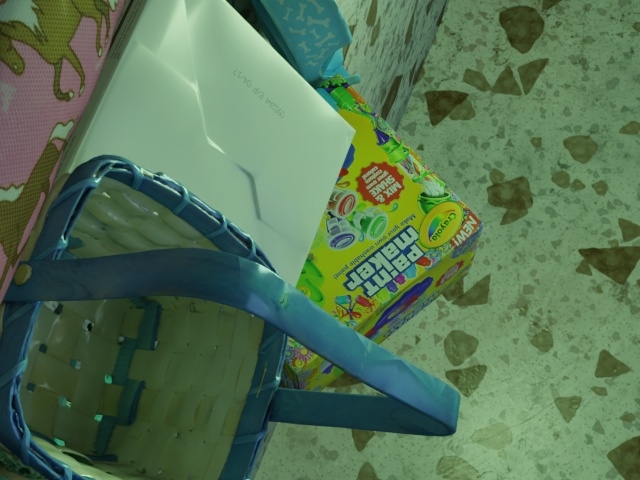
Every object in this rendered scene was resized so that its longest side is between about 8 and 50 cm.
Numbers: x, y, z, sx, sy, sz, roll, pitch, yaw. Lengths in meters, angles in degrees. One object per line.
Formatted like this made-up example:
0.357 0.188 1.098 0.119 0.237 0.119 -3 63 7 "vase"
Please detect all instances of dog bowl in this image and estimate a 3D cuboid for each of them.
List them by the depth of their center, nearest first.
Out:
-0.028 -0.275 1.259 0.074 0.165 0.297 -32 168 -1 "dog bowl"

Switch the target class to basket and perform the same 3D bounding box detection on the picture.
-0.087 0.070 0.614 0.255 0.289 0.201 38 54 -46 "basket"

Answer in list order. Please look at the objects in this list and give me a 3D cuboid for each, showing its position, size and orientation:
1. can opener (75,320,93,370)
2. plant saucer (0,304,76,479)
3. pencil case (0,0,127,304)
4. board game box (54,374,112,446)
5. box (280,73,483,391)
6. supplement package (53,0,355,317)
-0.246 0.034 0.946 0.093 0.074 0.280 -112 -152 -47 "can opener"
-0.259 0.164 0.784 0.317 0.044 0.317 19 90 -89 "plant saucer"
-0.177 -0.105 0.452 0.160 0.167 0.386 114 -6 -67 "pencil case"
-0.245 0.206 1.063 0.186 0.126 0.026 -54 160 -62 "board game box"
0.000 0.000 1.261 0.290 0.279 0.177 -38 162 -13 "box"
-0.125 -0.071 0.812 0.262 0.145 0.204 38 67 -47 "supplement package"
